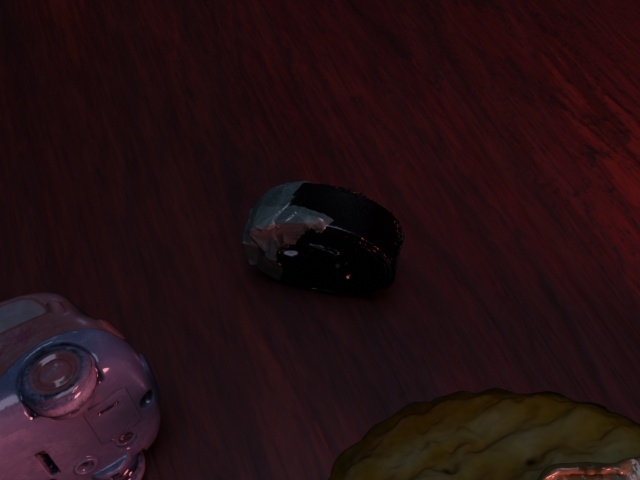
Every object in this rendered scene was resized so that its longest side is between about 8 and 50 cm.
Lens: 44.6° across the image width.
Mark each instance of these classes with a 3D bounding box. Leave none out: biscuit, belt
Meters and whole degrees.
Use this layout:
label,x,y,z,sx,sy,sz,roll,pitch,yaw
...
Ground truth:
label,x,y,z,sx,sy,sz,roll,pitch,yaw
biscuit,0.164,0.231,0.735,0.335,0.078,0.329,-8,16,31
belt,0.000,0.000,0.965,0.198,0.151,0.078,9,55,11

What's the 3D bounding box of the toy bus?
label,x,y,z,sx,sy,sz,roll,pitch,yaw
toy bus,-0.335,0.174,0.835,0.294,0.197,0.232,-29,47,-16
